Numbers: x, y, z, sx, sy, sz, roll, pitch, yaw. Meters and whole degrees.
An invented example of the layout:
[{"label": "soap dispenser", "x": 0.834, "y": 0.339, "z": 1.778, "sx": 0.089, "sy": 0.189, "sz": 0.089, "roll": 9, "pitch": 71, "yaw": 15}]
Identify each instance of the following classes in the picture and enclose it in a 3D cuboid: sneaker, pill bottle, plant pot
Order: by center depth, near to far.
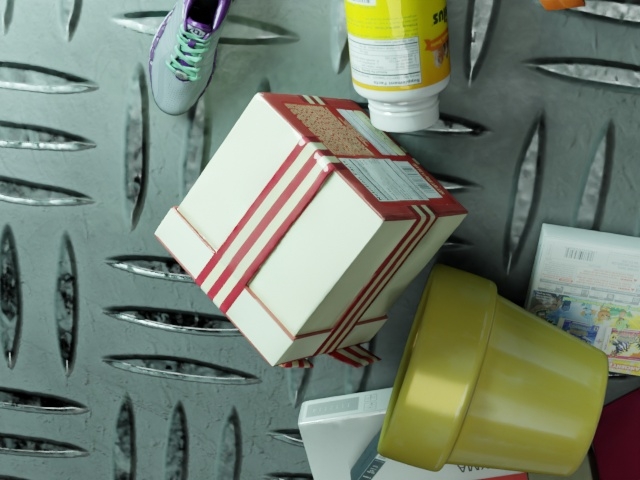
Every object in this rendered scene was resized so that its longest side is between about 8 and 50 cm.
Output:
[{"label": "pill bottle", "x": 0.090, "y": -0.240, "z": 1.450, "sx": 0.117, "sy": 0.117, "sz": 0.215, "roll": -3, "pitch": 117, "yaw": 7}, {"label": "sneaker", "x": -0.158, "y": -0.241, "z": 1.482, "sx": 0.083, "sy": 0.098, "sz": 0.223, "roll": 19, "pitch": 117, "yaw": -5}, {"label": "plant pot", "x": 0.219, "y": 0.180, "z": 1.556, "sx": 0.239, "sy": 0.254, "sz": 0.254, "roll": 16, "pitch": 117, "yaw": 2}]

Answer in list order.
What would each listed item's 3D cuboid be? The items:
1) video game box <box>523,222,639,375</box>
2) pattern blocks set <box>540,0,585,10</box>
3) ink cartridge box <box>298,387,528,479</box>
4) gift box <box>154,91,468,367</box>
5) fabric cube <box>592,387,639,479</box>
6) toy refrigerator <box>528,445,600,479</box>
[{"label": "video game box", "x": 0.373, "y": 0.081, "z": 1.629, "sx": 0.205, "sy": 0.048, "sz": 0.187, "roll": 9, "pitch": 115, "yaw": 1}, {"label": "pattern blocks set", "x": 0.312, "y": -0.389, "z": 1.381, "sx": 0.325, "sy": 0.026, "sz": 0.285, "roll": 30, "pitch": 118, "yaw": -11}, {"label": "ink cartridge box", "x": 0.143, "y": 0.327, "z": 1.765, "sx": 0.296, "sy": 0.066, "sz": 0.261, "roll": -11, "pitch": 115, "yaw": 11}, {"label": "gift box", "x": 0.000, "y": 0.000, "z": 1.487, "sx": 0.255, "sy": 0.276, "sz": 0.258, "roll": 49, "pitch": 114, "yaw": 25}, {"label": "fabric cube", "x": 0.532, "y": 0.333, "z": 1.626, "sx": 0.254, "sy": 0.258, "sz": 0.259, "roll": -32, "pitch": 110, "yaw": 18}, {"label": "toy refrigerator", "x": 0.330, "y": 0.366, "z": 1.654, "sx": 0.094, "sy": 0.269, "sz": 0.102, "roll": -19, "pitch": 115, "yaw": 14}]
